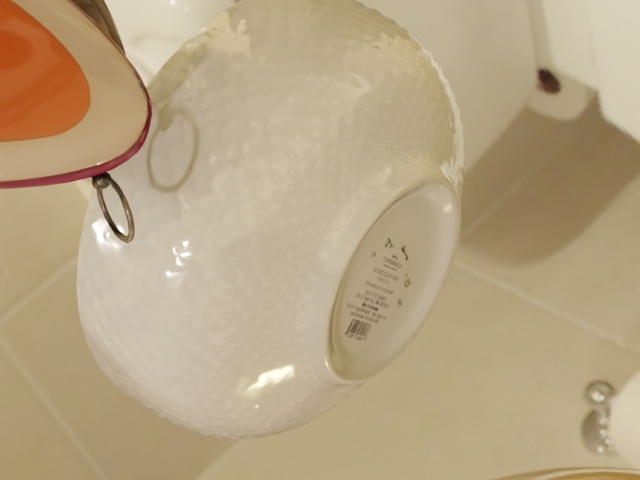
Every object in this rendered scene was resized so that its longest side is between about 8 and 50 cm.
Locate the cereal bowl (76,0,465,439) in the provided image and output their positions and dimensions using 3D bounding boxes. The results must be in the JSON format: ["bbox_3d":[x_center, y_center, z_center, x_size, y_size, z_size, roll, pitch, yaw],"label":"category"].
[{"bbox_3d":[0.000,0.000,0.793,0.141,0.339,0.339,27,151,29],"label":"cereal bowl"}]

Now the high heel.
[{"bbox_3d":[-0.264,-0.100,0.551,0.377,0.127,0.181,19,172,-3],"label":"high heel"}]

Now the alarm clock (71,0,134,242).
[{"bbox_3d":[-0.146,-0.085,0.608,0.129,0.064,0.192,-28,88,59],"label":"alarm clock"}]

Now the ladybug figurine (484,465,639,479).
[{"bbox_3d":[0.152,0.237,0.506,0.305,0.449,0.161,21,103,31],"label":"ladybug figurine"}]
